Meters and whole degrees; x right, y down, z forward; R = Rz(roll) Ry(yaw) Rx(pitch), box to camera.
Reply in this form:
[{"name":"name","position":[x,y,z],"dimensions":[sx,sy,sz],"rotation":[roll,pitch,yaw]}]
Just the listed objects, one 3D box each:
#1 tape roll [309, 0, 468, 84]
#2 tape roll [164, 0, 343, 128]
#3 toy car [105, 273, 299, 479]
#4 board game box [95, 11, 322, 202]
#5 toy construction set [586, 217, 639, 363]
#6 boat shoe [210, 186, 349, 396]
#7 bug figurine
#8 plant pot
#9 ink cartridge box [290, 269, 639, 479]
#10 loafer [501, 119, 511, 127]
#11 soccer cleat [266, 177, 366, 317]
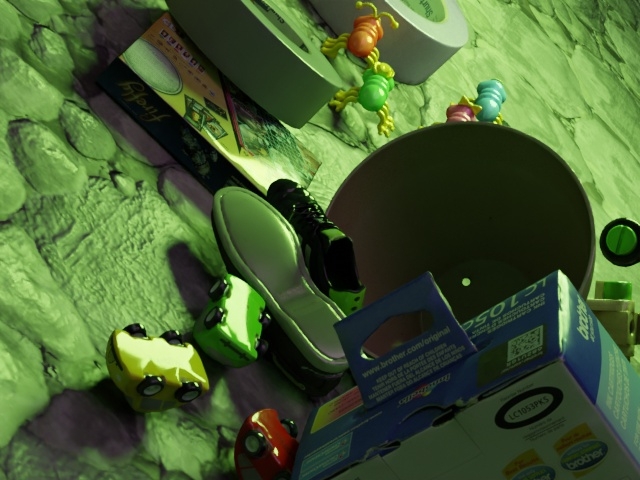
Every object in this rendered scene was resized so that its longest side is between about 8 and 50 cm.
[{"name":"tape roll","position":[0.088,-0.358,2.189],"dimensions":[0.275,0.090,0.275],"rotation":[37,28,-23]},{"name":"tape roll","position":[-0.075,-0.228,1.726],"dimensions":[0.219,0.072,0.219],"rotation":[44,11,-10]},{"name":"toy car","position":[-0.087,0.115,1.323],"dimensions":[0.239,0.053,0.225],"rotation":[39,27,-19]},{"name":"board game box","position":[-0.113,-0.125,1.619],"dimensions":[0.243,0.042,0.165],"rotation":[44,26,-8]},{"name":"toy construction set","position":[0.397,0.144,1.857],"dimensions":[0.237,0.257,0.309],"rotation":[20,48,-66]},{"name":"boat shoe","position":[-0.046,0.049,1.460],"dimensions":[0.081,0.068,0.228],"rotation":[-14,58,-34]},{"name":"bug figurine","position":[0.133,-0.199,1.986],"dimensions":[0.279,0.072,0.216],"rotation":[26,37,-7]},{"name":"plant pot","position":[0.155,0.045,1.593],"dimensions":[0.191,0.284,0.284],"rotation":[61,3,-59]},{"name":"ink cartridge box","position":[0.159,0.214,1.241],"dimensions":[0.395,0.270,0.151],"rotation":[52,23,-17]},{"name":"loafer","position":[0.214,-0.130,2.083],"dimensions":[0.078,0.076,0.223],"rotation":[53,29,-8]},{"name":"soccer cleat","position":[0.000,0.000,1.502],"dimensions":[0.060,0.072,0.179],"rotation":[-12,59,-27]}]
